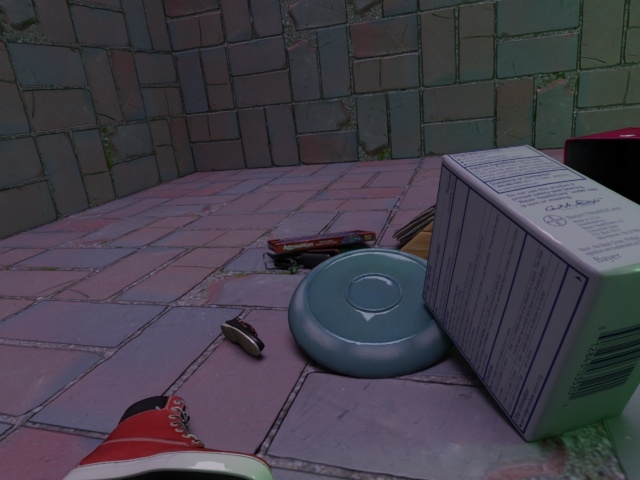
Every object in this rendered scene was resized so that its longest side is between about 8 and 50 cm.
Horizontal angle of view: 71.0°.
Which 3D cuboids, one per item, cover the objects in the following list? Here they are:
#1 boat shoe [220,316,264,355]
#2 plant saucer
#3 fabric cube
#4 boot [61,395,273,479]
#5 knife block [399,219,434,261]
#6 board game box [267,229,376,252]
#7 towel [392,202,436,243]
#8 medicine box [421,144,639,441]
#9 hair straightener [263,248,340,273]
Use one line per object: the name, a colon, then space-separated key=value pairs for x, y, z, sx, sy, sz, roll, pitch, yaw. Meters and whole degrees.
boat shoe: x=-0.138 y=0.172 z=0.823 sx=0.042 sy=0.048 sz=0.133 roll=-27 pitch=21 yaw=-30
plant saucer: x=0.096 y=0.105 z=0.810 sx=0.318 sy=0.043 sz=0.317 roll=-4 pitch=36 yaw=3
fabric cube: x=0.807 y=-0.145 z=1.125 sx=0.258 sy=0.259 sz=0.254 roll=-13 pitch=18 yaw=-21
boot: x=-0.161 y=0.247 z=0.549 sx=0.244 sy=0.088 sz=0.176 roll=-6 pitch=16 yaw=12
knife block: x=0.324 y=0.052 z=0.972 sx=0.276 sy=0.242 sz=0.088 roll=-45 pitch=-24 yaw=23
board game box: x=0.000 y=0.000 z=1.267 sx=0.281 sy=0.027 sz=0.145 roll=-7 pitch=4 yaw=-15
towel: x=0.337 y=-0.074 z=1.266 sx=0.282 sy=0.049 sz=0.187 roll=-23 pitch=-10 yaw=-44
medicine box: x=0.275 y=0.051 z=0.596 sx=0.149 sy=0.263 sz=0.289 roll=-10 pitch=35 yaw=-13
hair straightener: x=-0.066 y=0.050 z=1.176 sx=0.231 sy=0.047 sz=0.089 roll=4 pitch=20 yaw=31
